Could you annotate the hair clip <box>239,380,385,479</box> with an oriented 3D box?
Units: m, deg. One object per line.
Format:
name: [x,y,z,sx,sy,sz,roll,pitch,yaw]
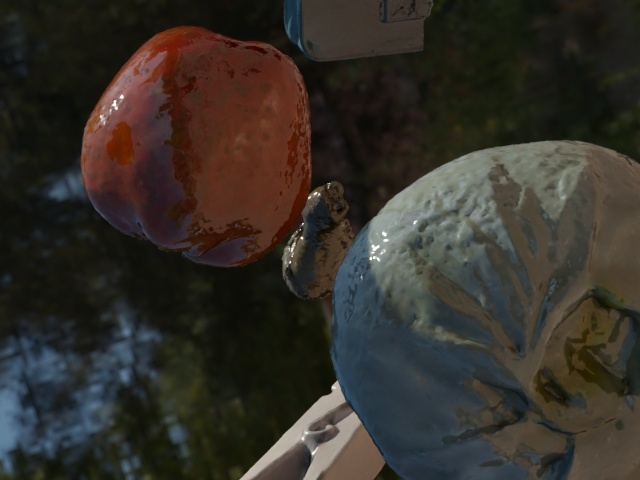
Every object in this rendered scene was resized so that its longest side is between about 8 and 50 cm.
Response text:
hair clip: [0.024,0.219,1.913,0.331,0.101,0.085,-43,-65,-51]

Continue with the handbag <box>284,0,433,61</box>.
handbag: [0.048,-0.323,2.003,0.062,0.179,0.229,-127,34,-59]

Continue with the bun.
bun: [0.188,0.087,1.509,0.211,0.361,0.362,-128,16,-71]

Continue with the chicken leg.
chicken leg: [0.001,0.003,1.752,0.069,0.085,0.198,57,162,21]

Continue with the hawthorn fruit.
hawthorn fruit: [-0.086,-0.072,1.324,0.189,0.189,0.189,-20,-90,-85]
